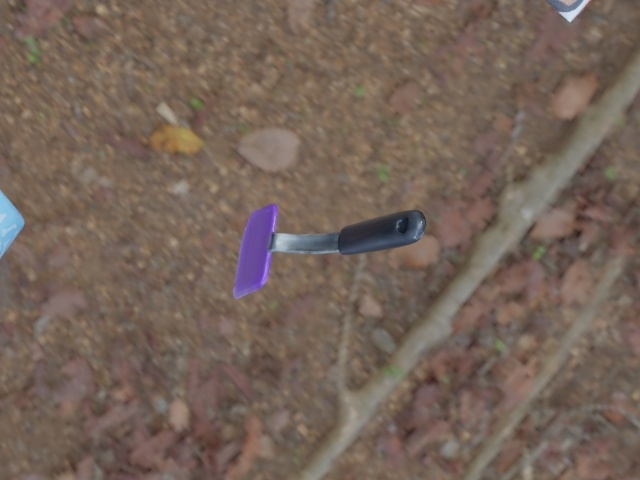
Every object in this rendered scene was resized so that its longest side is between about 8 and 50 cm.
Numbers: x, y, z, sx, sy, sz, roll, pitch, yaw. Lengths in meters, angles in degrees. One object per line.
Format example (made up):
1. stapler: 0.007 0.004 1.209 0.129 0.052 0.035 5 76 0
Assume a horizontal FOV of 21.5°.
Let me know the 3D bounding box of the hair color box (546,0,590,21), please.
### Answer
1. hair color box: 0.308 -0.326 1.919 0.072 0.043 0.141 41 120 3

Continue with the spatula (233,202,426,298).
1. spatula: 0.000 0.000 1.483 0.030 0.296 0.084 17 75 -35

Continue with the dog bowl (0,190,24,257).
1. dog bowl: -0.375 -0.088 1.492 0.074 0.166 0.297 -44 117 -9
